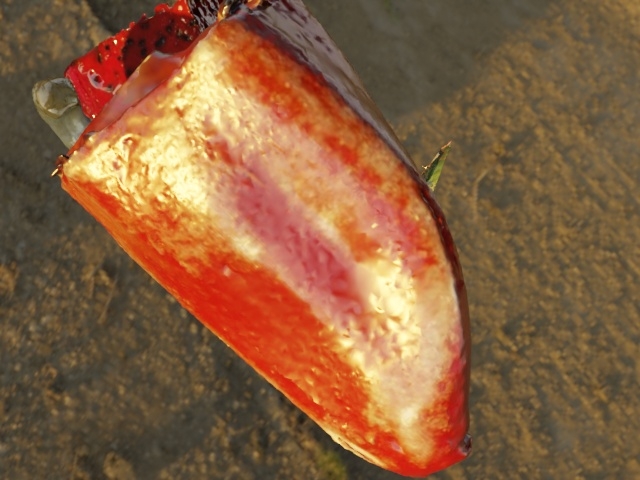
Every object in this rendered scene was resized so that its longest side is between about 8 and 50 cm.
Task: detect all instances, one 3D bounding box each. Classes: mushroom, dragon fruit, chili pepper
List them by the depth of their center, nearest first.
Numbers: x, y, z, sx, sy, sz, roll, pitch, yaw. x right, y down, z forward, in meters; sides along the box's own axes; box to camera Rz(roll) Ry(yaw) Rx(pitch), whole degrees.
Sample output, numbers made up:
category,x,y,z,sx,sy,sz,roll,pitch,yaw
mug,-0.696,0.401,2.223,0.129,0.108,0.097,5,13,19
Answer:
category,x,y,z,sx,sy,sz,roll,pitch,yaw
chili pepper,0.000,0.000,0.526,0.144,0.136,0.252,-43,91,-18
mushroom,-0.294,-0.129,1.373,0.059,0.054,0.202,-58,138,-23
dragon fruit,-0.226,-0.268,1.566,0.330,0.240,0.302,0,44,19

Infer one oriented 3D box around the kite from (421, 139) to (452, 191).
category,x,y,z,sx,sy,sz,roll,pitch,yaw
kite,0.060,-0.004,1.086,0.014,0.241,0.183,40,-2,29
